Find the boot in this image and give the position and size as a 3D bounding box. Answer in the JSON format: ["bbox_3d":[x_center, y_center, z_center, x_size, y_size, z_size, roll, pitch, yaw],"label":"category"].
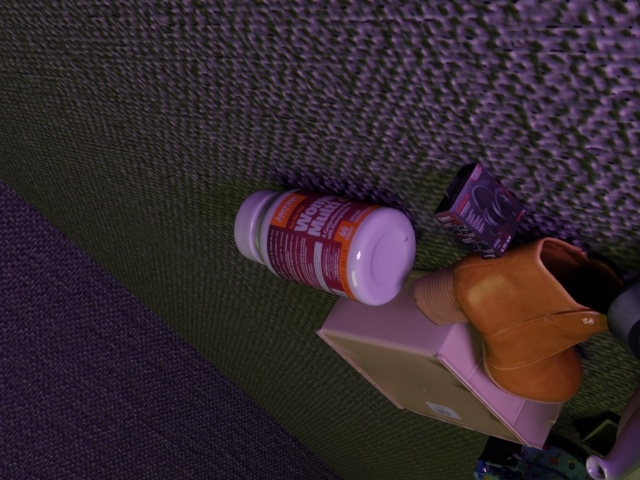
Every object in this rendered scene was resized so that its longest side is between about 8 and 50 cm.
[{"bbox_3d":[0.265,0.101,0.874,0.295,0.104,0.211,33,152,-26],"label":"boot"}]

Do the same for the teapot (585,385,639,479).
[{"bbox_3d":[0.449,0.288,0.898,0.256,0.187,0.252,21,157,28],"label":"teapot"}]

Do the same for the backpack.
[{"bbox_3d":[0.381,0.409,1.376,0.173,0.117,0.158,6,148,45],"label":"backpack"}]

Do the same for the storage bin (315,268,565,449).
[{"bbox_3d":[0.173,0.164,1.114,0.260,0.123,0.262,45,156,-30],"label":"storage bin"}]

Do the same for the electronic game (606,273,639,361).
[{"bbox_3d":[0.375,0.081,0.697,0.229,0.048,0.229,16,152,9],"label":"electronic game"}]

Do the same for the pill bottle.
[{"bbox_3d":[0.000,0.000,0.995,0.221,0.121,0.121,15,153,40],"label":"pill bottle"}]

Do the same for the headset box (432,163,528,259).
[{"bbox_3d":[0.156,-0.030,0.780,0.083,0.062,0.032,40,159,-17],"label":"headset box"}]

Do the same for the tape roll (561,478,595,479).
[{"bbox_3d":[0.439,0.449,1.236,0.321,0.077,0.321,2,150,1],"label":"tape roll"}]

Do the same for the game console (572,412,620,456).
[{"bbox_3d":[0.449,0.295,1.165,0.122,0.071,0.107,31,130,3],"label":"game console"}]
